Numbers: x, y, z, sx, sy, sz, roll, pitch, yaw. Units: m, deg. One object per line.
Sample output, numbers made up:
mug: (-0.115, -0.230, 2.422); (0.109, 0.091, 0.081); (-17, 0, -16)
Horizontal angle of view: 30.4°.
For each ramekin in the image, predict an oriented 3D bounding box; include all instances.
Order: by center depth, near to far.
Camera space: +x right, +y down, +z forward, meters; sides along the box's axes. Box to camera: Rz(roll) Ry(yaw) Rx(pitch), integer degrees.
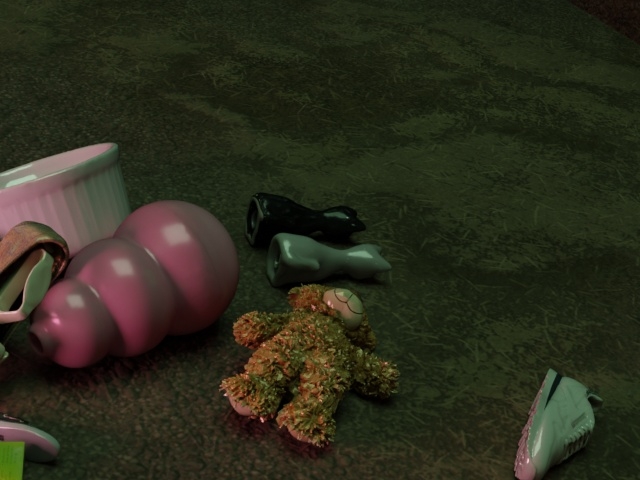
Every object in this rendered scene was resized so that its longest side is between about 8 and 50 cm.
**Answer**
ramekin: (-0.429, -0.048, 1.840); (0.277, 0.135, 0.277); (-16, 13, 4)

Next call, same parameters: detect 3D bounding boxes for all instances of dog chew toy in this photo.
dog chew toy: (-0.278, 0.075, 1.717); (0.206, 0.206, 0.332); (31, 45, 33)

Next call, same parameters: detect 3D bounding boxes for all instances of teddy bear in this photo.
teddy bear: (-0.011, 0.165, 1.708); (0.245, 0.113, 0.338); (28, 35, 26)

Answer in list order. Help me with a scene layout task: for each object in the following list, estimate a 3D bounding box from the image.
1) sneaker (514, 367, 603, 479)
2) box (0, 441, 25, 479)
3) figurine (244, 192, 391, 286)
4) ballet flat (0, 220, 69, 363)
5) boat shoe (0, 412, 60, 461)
sneaker: (0.338, 0.266, 1.661); (0.095, 0.090, 0.235); (26, 34, 10)
box: (-0.455, 0.293, 1.438); (0.178, 0.042, 0.109); (2, 30, -13)
figurine: (0.000, 0.000, 2.023); (0.209, 0.092, 0.215); (0, 32, -22)
ballet flat: (-0.443, 0.106, 1.566); (0.106, 0.107, 0.316); (14, 65, 37)
boat shoe: (-0.398, 0.247, 1.525); (0.142, 0.049, 0.040); (13, 30, 12)
